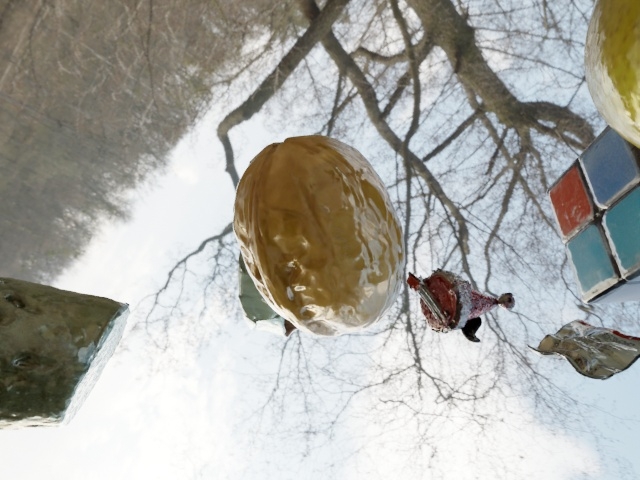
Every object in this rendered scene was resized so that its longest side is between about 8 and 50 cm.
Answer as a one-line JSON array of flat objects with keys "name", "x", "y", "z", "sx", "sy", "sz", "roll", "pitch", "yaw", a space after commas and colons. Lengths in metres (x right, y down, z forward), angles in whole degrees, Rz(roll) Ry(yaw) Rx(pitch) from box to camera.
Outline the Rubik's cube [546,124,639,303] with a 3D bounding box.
[{"name": "Rubik's cube", "x": 0.731, "y": -0.060, "z": 0.990, "sx": 0.318, "sy": 0.312, "sz": 0.317, "roll": 95, "pitch": -9, "yaw": -64}]

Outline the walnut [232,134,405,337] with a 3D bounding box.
[{"name": "walnut", "x": 0.000, "y": 0.000, "z": 0.454, "sx": 0.159, "sy": 0.207, "sz": 0.159, "roll": -16, "pitch": -161, "yaw": 6}]

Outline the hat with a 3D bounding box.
[{"name": "hat", "x": 0.304, "y": 0.123, "z": 0.966, "sx": 0.140, "sy": 0.227, "sz": 0.129, "roll": -145, "pitch": -118, "yaw": -61}]

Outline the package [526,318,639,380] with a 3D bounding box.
[{"name": "package", "x": 0.546, "y": 0.221, "z": 0.955, "sx": 0.166, "sy": 0.231, "sz": 0.040, "roll": 19, "pitch": -66, "yaw": 51}]

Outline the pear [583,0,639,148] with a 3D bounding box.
[{"name": "pear", "x": 0.393, "y": -0.260, "z": 0.448, "sx": 0.191, "sy": 0.340, "sz": 0.386, "roll": 39, "pitch": -119, "yaw": 23}]

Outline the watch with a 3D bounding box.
[{"name": "watch", "x": -0.094, "y": 0.062, "z": 0.994, "sx": 0.161, "sy": 0.241, "sz": 0.254, "roll": 8, "pitch": -109, "yaw": 9}]

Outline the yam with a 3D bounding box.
[{"name": "yam", "x": -0.246, "y": 0.077, "z": 0.332, "sx": 0.107, "sy": 0.193, "sz": 0.108, "roll": -168, "pitch": -90, "yaw": -72}]
